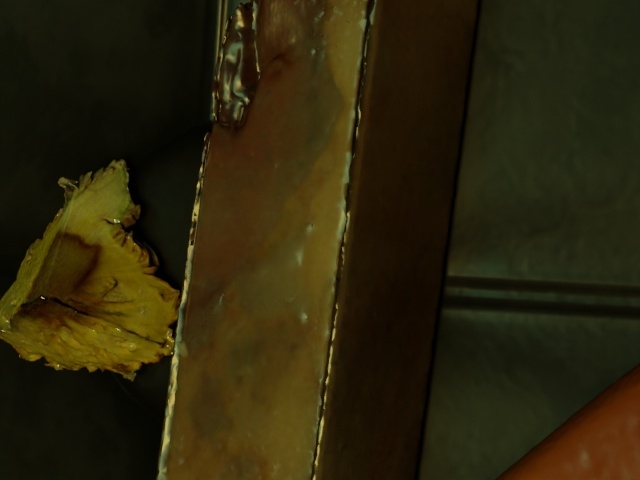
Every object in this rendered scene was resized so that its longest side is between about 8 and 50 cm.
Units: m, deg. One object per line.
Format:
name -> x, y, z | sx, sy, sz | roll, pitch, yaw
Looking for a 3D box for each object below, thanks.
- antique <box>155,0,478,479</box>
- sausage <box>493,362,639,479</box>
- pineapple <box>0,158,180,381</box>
antique -> 0.000, 0.000, 0.904 | 0.093, 0.087, 0.309 | 8, 91, 36
sausage -> 0.095, 0.141, 0.818 | 0.348, 0.097, 0.094 | -48, 69, 21
pineapple -> -0.123, 0.009, 1.001 | 0.114, 0.077, 0.114 | -2, 71, 30
